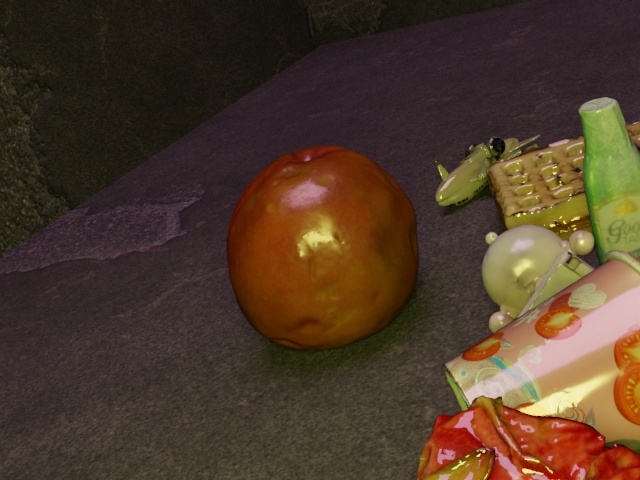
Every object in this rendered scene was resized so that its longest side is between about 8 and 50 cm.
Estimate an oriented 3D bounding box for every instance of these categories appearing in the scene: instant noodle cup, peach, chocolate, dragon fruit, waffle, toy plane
[{"bbox_3d":[0.274,0.165,1.032,0.231,0.243,0.243,-26,21,0],"label":"instant noodle cup"},{"bbox_3d":[0.000,0.000,1.561,0.343,0.301,0.342,-18,22,8],"label":"peach"},{"bbox_3d":[0.424,-0.062,1.357,0.110,0.291,0.110,-17,24,8],"label":"chocolate"},{"bbox_3d":[0.241,0.281,0.859,0.330,0.302,0.240,-8,-5,7],"label":"dragon fruit"},{"bbox_3d":[0.485,-0.098,1.634,0.376,0.114,0.261,-16,21,10],"label":"waffle"},{"bbox_3d":[0.323,-0.146,1.933,0.256,0.104,0.242,-24,6,-28],"label":"toy plane"}]

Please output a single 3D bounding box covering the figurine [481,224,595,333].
[{"bbox_3d":[0.306,0.060,1.377,0.145,0.181,0.256,12,12,-18],"label":"figurine"}]
